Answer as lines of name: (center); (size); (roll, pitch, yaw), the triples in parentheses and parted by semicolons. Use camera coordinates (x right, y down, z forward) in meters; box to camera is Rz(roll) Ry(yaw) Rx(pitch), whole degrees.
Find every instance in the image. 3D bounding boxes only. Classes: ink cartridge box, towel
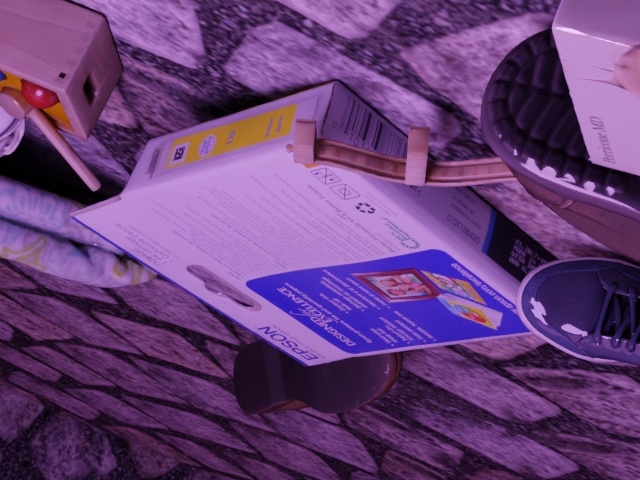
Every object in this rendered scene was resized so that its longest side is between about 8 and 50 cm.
ink cartridge box: (0.000, 0.000, 1.525); (0.307, 0.072, 0.303); (-10, 145, 45)
towel: (-0.384, -0.042, 1.845); (0.374, 0.090, 0.320); (20, 179, -32)

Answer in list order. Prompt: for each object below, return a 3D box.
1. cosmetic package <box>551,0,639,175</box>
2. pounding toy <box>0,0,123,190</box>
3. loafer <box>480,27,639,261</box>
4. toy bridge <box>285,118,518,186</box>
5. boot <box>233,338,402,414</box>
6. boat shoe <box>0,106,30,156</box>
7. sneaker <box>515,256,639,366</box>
cosmetic package: (0.285, -0.075, 0.894); (0.309, 0.113, 0.160); (17, 162, 24)
pounding toy: (-0.227, -0.128, 1.492); (0.130, 0.100, 0.141); (22, 164, 9)
loafer: (0.273, -0.015, 1.099); (0.366, 0.134, 0.130); (30, 170, 18)
toy bridge: (0.069, -0.059, 1.310); (0.188, 0.026, 0.063); (5, 162, 3)
boot: (0.021, 0.135, 2.014); (0.115, 0.112, 0.305); (0, 172, -29)
boat shoe: (-0.312, -0.114, 1.676); (0.088, 0.096, 0.267); (29, 165, -27)
sneaker: (0.264, 0.060, 1.357); (0.226, 0.086, 0.163); (15, 174, 0)
